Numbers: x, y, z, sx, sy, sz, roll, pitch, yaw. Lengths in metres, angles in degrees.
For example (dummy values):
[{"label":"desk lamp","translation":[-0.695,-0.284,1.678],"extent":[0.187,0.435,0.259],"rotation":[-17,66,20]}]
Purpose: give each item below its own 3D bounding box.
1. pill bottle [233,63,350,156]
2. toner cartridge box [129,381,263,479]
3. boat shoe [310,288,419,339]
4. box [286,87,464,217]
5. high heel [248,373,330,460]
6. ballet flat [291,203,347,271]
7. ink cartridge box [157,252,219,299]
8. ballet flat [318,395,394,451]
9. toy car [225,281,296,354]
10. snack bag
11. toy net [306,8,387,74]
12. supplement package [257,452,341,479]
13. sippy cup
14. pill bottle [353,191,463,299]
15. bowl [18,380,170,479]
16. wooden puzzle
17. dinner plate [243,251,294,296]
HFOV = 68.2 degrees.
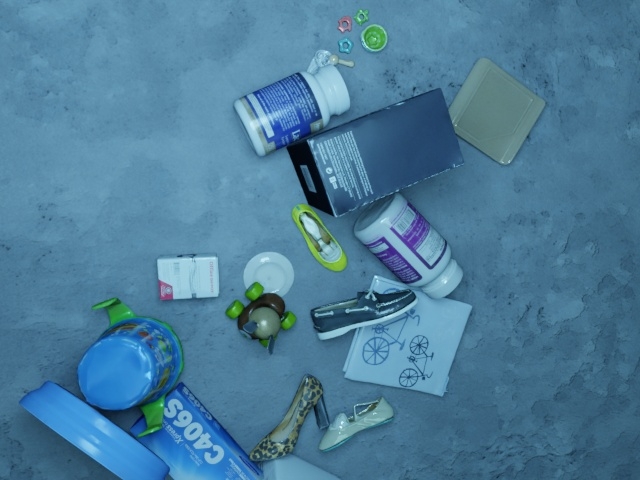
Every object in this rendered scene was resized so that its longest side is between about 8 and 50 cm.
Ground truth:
[{"label":"pill bottle","translation":[-0.070,-0.330,1.184],"extent":[0.265,0.153,0.153],"rotation":[-27,104,-6]},{"label":"toner cartridge box","translation":[-0.333,0.576,1.289],"extent":[0.165,0.075,0.347],"rotation":[-41,93,-1]},{"label":"boat shoe","translation":[0.116,0.185,1.305],"extent":[0.303,0.114,0.091],"rotation":[-22,93,8]},{"label":"box","translation":[0.110,-0.209,1.145],"extent":[0.313,0.343,0.178],"rotation":[-22,102,-8]},{"label":"high heel","translation":[-0.103,0.498,1.341],"extent":[0.262,0.093,0.186],"rotation":[-22,110,-24]},{"label":"ballet flat","translation":[0.000,0.000,1.293],"extent":[0.077,0.077,0.230],"rotation":[-37,105,-4]},{"label":"ink cartridge box","translation":[-0.345,0.093,1.245],"extent":[0.151,0.063,0.109],"rotation":[-2,100,-12]},{"label":"ballet flat","translation":[0.097,0.537,1.409],"extent":[0.249,0.086,0.086],"rotation":[-21,103,-11]},{"label":"toy car","translation":[-0.158,0.225,1.234],"extent":[0.149,0.188,0.155],"rotation":[-44,105,10]},{"label":"snack bag","translation":[0.269,0.292,1.420],"extent":[0.343,0.037,0.322],"rotation":[15,97,-13]},{"label":"toy net","translation":[0.056,-0.507,1.236],"extent":[0.232,0.045,0.122],"rotation":[-34,105,-4]},{"label":"supplement package","translation":[-0.060,0.744,1.341],"extent":[0.262,0.204,0.145],"rotation":[34,92,-15]},{"label":"sippy cup","translation":[-0.467,0.306,1.146],"extent":[0.306,0.224,0.240],"rotation":[34,81,-3]},{"label":"pill bottle","translation":[0.249,0.021,1.302],"extent":[0.301,0.169,0.169],"rotation":[44,89,-15]},{"label":"bowl","translation":[-0.526,0.471,1.126],"extent":[0.391,0.391,0.077],"rotation":[45,57,-15]},{"label":"wooden puzzle","translation":[0.494,-0.367,1.356],"extent":[0.239,0.044,0.220],"rotation":[29,93,-10]},{"label":"dinner plate","translation":[-0.142,0.101,1.313],"extent":[0.142,0.017,0.141],"rotation":[-2,101,-10]}]
